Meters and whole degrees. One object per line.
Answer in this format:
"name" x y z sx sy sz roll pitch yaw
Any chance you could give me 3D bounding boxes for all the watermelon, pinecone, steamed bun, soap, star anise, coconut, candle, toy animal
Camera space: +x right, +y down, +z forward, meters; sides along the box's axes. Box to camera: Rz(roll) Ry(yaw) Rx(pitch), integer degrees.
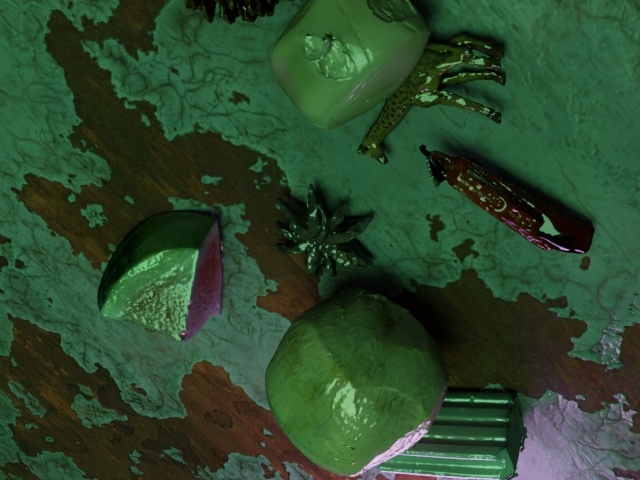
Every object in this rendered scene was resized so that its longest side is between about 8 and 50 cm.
"watermelon" -0.281 0.069 1.605 0.310 0.193 0.232 -22 97 21
"pinecone" -0.109 -0.363 1.154 0.173 0.174 0.174 12 130 15
"steamed bun" 0.020 -0.246 1.170 0.170 0.152 0.238 50 138 1
"soap" 0.234 0.352 1.578 0.261 0.150 0.094 -2 131 25
"star anise" 0.000 0.000 1.457 0.195 0.065 0.182 26 134 -3
"coconut" 0.071 0.223 1.455 0.297 0.297 0.254 38 116 -8
"candle" 0.273 -0.061 1.281 0.301 0.059 0.084 31 135 -11
"toy animal" 0.146 -0.202 1.239 0.275 0.054 0.149 -20 121 32
